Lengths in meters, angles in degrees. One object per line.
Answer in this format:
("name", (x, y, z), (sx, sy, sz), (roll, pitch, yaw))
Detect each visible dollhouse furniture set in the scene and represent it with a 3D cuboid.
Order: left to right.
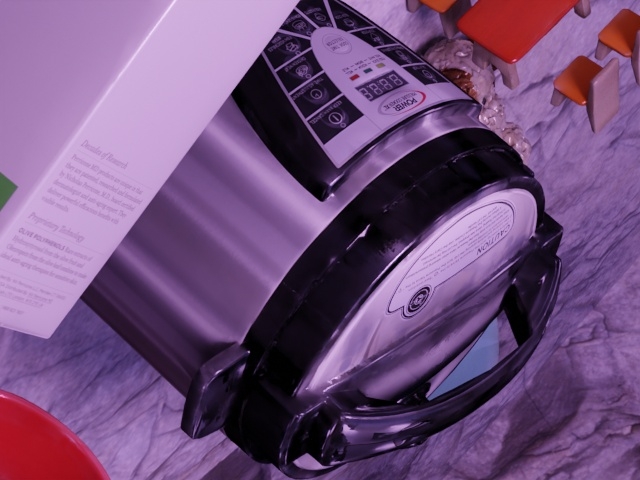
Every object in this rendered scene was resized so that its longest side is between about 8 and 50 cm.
("dollhouse furniture set", (0.255, -0.286, 1.820), (0.259, 0.262, 0.135), (-45, 154, -17))

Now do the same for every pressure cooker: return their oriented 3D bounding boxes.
("pressure cooker", (0.000, 0.003, 1.554), (0.370, 0.420, 0.375), (-49, 158, 3))

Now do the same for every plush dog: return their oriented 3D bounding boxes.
("plush dog", (0.146, -0.128, 2.013), (0.262, 0.210, 0.225), (-69, 168, -62))

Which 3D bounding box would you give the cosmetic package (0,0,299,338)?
("cosmetic package", (-0.191, -0.134, 1.282), (0.365, 0.197, 0.155), (-55, 157, 3))

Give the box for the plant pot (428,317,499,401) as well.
("plant pot", (0.016, 0.097, 1.930), (0.235, 0.293, 0.293), (-20, 144, -30))

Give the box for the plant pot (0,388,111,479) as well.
("plant pot", (-0.347, 0.308, 1.591), (0.275, 0.275, 0.243), (-20, 151, -52))
